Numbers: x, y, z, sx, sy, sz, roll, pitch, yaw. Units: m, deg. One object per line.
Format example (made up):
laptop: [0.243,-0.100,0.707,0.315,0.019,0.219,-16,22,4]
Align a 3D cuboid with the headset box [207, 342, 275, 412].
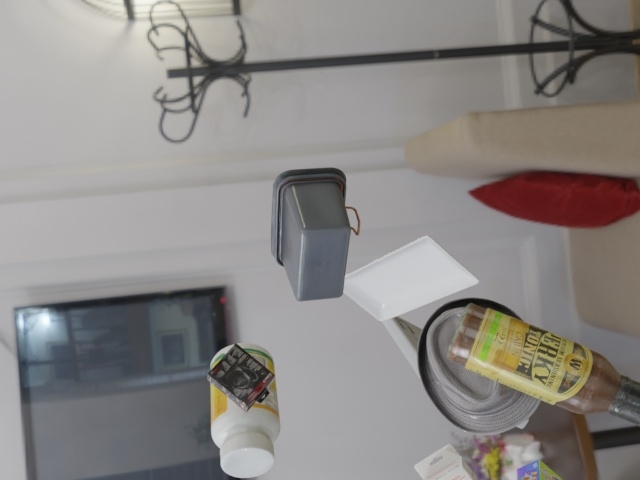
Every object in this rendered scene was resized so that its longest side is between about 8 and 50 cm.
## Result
headset box: [-0.110,0.198,1.045,0.083,0.062,0.032,37,152,11]

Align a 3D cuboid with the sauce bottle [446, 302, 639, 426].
sauce bottle: [0.382,0.208,1.180,0.111,0.344,0.111,20,-90,-76]

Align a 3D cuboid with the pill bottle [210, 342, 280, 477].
pill bottle: [-0.129,0.289,1.248,0.208,0.117,0.118,-102,9,-48]

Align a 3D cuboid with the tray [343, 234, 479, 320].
tray: [0.160,0.071,1.405,0.270,0.145,0.030,-29,30,45]

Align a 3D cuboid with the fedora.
fedora: [0.299,0.236,1.421,0.124,0.243,0.275,31,-141,-64]

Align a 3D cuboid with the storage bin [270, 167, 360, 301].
storage bin: [0.000,0.000,0.821,0.091,0.098,0.135,-108,18,-47]

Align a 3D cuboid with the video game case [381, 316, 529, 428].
video game case: [0.310,0.302,1.756,0.036,0.300,0.329,-59,17,8]

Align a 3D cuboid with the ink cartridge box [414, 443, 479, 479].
ink cartridge box: [0.319,0.593,1.720,0.198,0.115,0.067,54,-170,-2]

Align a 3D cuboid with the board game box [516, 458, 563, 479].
board game box: [0.664,0.783,1.944,0.078,0.347,0.233,-38,19,32]
